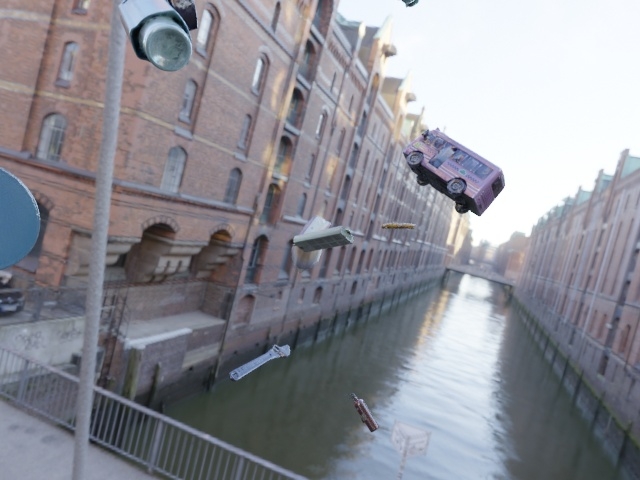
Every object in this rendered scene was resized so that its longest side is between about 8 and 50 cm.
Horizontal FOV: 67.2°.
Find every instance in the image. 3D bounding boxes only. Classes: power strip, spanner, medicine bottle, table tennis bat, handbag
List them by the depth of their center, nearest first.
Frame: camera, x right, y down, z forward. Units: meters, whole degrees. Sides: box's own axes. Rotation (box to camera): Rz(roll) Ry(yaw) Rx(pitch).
[{"bbox_3d":[-0.341,-0.041,0.470,0.100,0.155,0.019,-31,30,-33],"label":"table tennis bat"},{"bbox_3d":[-0.240,-0.333,0.744,0.124,0.079,0.258,-16,40,-15],"label":"medicine bottle"},{"bbox_3d":[0.000,0.000,0.966,0.136,0.019,0.051,-11,-32,31],"label":"power strip"},{"bbox_3d":[-0.151,0.312,1.238,0.208,0.012,0.046,-19,65,-50],"label":"spanner"},{"bbox_3d":[-0.038,0.014,1.484,0.095,0.117,0.173,32,-35,9],"label":"handbag"}]

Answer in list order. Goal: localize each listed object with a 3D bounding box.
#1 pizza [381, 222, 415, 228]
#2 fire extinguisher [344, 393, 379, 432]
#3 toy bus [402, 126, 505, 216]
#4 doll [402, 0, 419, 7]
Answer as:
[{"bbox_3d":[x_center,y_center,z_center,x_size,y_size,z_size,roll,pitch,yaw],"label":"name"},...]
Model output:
[{"bbox_3d":[0.187,-0.035,1.158,0.083,0.016,0.037,0,-10,19],"label":"pizza"},{"bbox_3d":[0.096,0.392,1.112,0.100,0.032,0.046,56,0,14],"label":"fire extinguisher"},{"bbox_3d":[0.267,-0.143,0.977,0.199,0.108,0.096,44,1,34],"label":"toy bus"},{"bbox_3d":[0.271,-0.629,1.200,0.159,0.059,0.158,-9,24,27],"label":"doll"}]
